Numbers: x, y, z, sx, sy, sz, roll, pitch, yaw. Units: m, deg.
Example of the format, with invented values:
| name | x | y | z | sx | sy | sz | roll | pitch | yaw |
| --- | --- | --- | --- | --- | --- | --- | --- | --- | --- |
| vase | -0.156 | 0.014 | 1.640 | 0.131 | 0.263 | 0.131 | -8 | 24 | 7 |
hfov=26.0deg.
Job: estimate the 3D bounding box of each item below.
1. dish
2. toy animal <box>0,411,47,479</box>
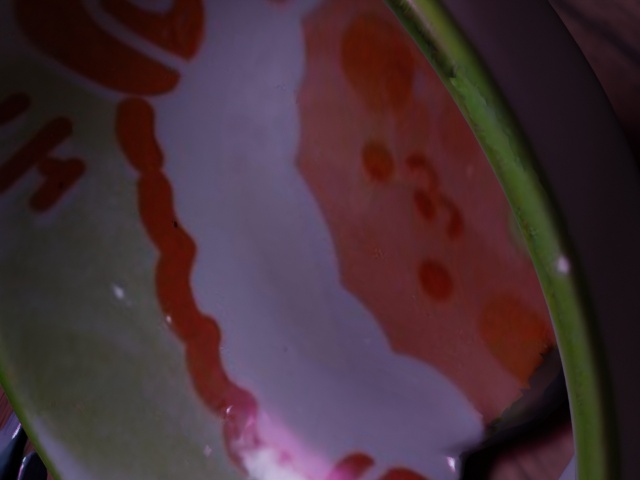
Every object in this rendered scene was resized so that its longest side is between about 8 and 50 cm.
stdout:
| name | x | y | z | sx | sy | sz | roll | pitch | yaw |
| --- | --- | --- | --- | --- | --- | --- | --- | --- | --- |
| dish | 0.000 | 0.000 | 0.481 | 0.324 | 0.124 | 0.324 | 28 | 131 | 38 |
| toy animal | -0.260 | 0.190 | 0.959 | 0.255 | 0.176 | 0.239 | -40 | 24 | -19 |
